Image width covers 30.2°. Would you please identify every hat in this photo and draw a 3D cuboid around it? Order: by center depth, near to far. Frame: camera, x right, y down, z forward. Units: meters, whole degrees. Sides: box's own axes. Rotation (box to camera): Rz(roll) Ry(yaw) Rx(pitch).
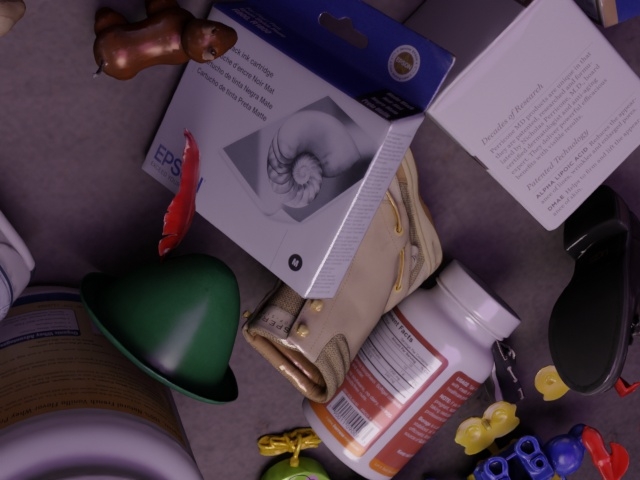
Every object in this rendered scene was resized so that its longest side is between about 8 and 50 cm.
[{"bbox_3d":[-0.089,0.020,1.022,0.173,0.208,0.184,37,98,-5],"label":"hat"}]

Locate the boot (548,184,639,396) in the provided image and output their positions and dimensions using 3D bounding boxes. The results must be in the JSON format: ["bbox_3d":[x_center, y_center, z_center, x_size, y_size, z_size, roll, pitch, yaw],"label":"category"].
[{"bbox_3d":[0.342,0.084,1.196,0.229,0.263,0.091,36,138,-25],"label":"boot"}]

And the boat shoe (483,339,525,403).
[{"bbox_3d":[0.191,0.132,1.265,0.038,0.046,0.125,-24,124,-6],"label":"boat shoe"}]

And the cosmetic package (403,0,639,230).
[{"bbox_3d":[0.176,-0.140,1.063,0.151,0.151,0.183,-46,120,7],"label":"cosmetic package"}]

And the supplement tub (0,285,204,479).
[{"bbox_3d":[-0.219,0.202,1.000,0.228,0.316,0.228,-8,117,-15],"label":"supplement tub"}]

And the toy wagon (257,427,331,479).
[{"bbox_3d":[-0.029,0.365,1.292,0.267,0.068,0.345,-8,118,-16],"label":"toy wagon"}]

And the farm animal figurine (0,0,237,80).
[{"bbox_3d":[-0.158,-0.266,0.871,0.326,0.172,0.330,7,113,-22],"label":"farm animal figurine"}]

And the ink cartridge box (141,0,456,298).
[{"bbox_3d":[-0.028,-0.102,0.978,0.045,0.223,0.224,4,117,-54],"label":"ink cartridge box"}]

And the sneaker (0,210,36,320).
[{"bbox_3d":[-0.336,-0.043,0.975,0.094,0.091,0.258,-27,105,27],"label":"sneaker"}]

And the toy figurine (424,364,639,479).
[{"bbox_3d":[0.200,0.294,1.273,0.362,0.191,0.217,-33,162,-2],"label":"toy figurine"}]

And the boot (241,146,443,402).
[{"bbox_3d":[0.000,0.000,1.055,0.203,0.095,0.262,-50,136,-26],"label":"boot"}]

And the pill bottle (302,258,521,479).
[{"bbox_3d":[0.093,0.127,1.185,0.121,0.121,0.216,38,99,-30],"label":"pill bottle"}]

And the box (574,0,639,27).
[{"bbox_3d":[0.317,-0.259,1.060,0.225,0.136,0.037,-23,120,-7],"label":"box"}]
